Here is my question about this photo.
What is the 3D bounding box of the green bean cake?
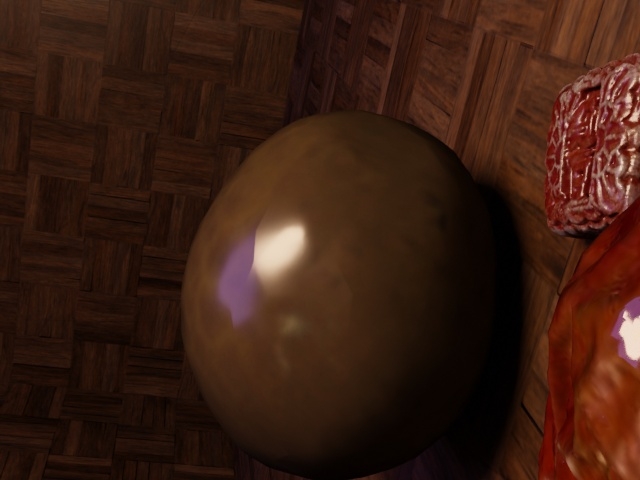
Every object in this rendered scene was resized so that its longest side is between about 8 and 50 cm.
[{"bbox_3d":[0.230,-0.071,0.634,0.135,0.056,0.135,164,115,-77],"label":"green bean cake"}]

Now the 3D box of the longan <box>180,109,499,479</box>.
[{"bbox_3d":[0.020,0.057,0.865,0.404,0.336,0.404,-170,90,-84],"label":"longan"}]

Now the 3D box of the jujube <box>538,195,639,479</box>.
[{"bbox_3d":[0.196,0.115,0.386,0.216,0.216,0.342,-96,6,-49],"label":"jujube"}]
